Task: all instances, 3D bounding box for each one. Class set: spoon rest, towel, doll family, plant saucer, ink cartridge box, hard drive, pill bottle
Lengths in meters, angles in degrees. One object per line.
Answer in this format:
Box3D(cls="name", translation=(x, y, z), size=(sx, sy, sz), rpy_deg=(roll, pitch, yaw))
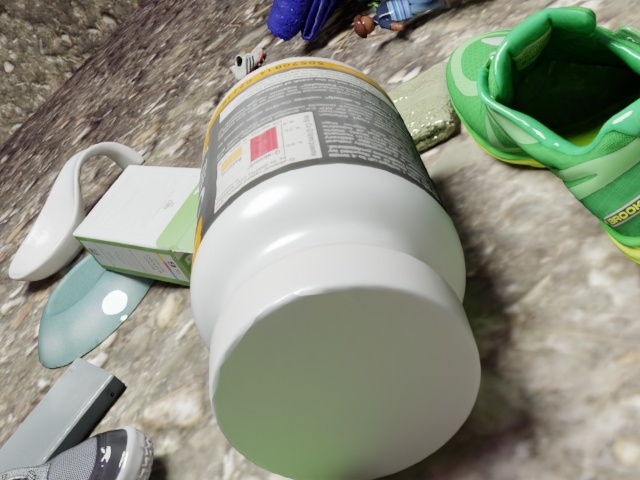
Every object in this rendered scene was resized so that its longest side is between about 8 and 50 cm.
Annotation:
Box3D(cls="spoon rest", translation=(-0.366, -0.051, 1.062), size=(0.137, 0.084, 0.276), rpy_deg=(-15, 37, 39))
Box3D(cls="towel", translation=(0.062, -0.105, 0.672), size=(0.148, 0.027, 0.110), rpy_deg=(-22, 35, 32))
Box3D(cls="doll family", translation=(0.086, -0.304, 0.867), size=(0.111, 0.076, 0.193), rpy_deg=(-14, 29, 8))
Box3D(cls="plant saucer", translation=(-0.265, 0.057, 0.836), size=(0.195, 0.037, 0.195), rpy_deg=(-31, 29, 19))
Box3D(cls="ink cartridge box", translation=(-0.144, -0.017, 0.743), size=(0.209, 0.062, 0.109), rpy_deg=(6, 52, 36))
Box3D(cls="hard drive", translation=(-0.246, 0.174, 0.662), size=(0.094, 0.022, 0.135), rpy_deg=(4, 52, 53))
Box3D(cls="towel", translation=(0.043, -0.421, 0.948), size=(0.227, 0.076, 0.308), rpy_deg=(-55, -3, -46))
Box3D(cls="pill bottle", translation=(0.000, 0.000, 0.459), size=(0.162, 0.162, 0.278), rpy_deg=(-33, 29, 15))

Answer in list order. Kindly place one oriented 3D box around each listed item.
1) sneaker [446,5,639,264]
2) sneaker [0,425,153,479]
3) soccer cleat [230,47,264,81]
Box3D(cls="sneaker", translation=(0.152, -0.097, 0.447), size=(0.109, 0.123, 0.295), rpy_deg=(-38, 28, 6))
Box3D(cls="sneaker", translation=(-0.256, 0.196, 0.505), size=(0.268, 0.153, 0.101), rpy_deg=(-37, 29, 8))
Box3D(cls="soccer cleat", translation=(-0.113, -0.278, 1.119), size=(0.029, 0.035, 0.083), rpy_deg=(-14, 39, 41))
